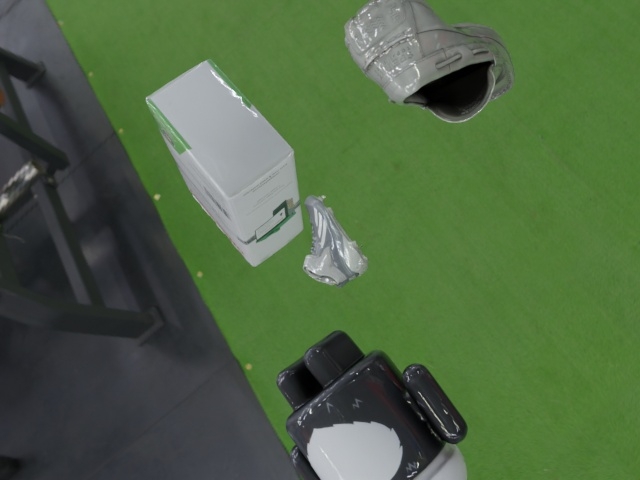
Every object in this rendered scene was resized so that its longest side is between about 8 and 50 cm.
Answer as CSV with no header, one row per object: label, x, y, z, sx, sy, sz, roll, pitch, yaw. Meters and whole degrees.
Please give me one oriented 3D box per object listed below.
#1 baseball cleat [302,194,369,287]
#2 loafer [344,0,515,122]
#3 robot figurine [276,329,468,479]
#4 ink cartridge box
baseball cleat,0.000,0.000,1.163,0.109,0.072,0.206,-34,48,-3
loafer,0.139,-0.177,0.705,0.112,0.319,0.111,-33,75,34
robot figurine,0.065,0.258,0.851,0.173,0.209,0.278,-34,80,-23
ink cartridge box,-0.106,-0.083,0.787,0.092,0.219,0.160,-37,73,-12
